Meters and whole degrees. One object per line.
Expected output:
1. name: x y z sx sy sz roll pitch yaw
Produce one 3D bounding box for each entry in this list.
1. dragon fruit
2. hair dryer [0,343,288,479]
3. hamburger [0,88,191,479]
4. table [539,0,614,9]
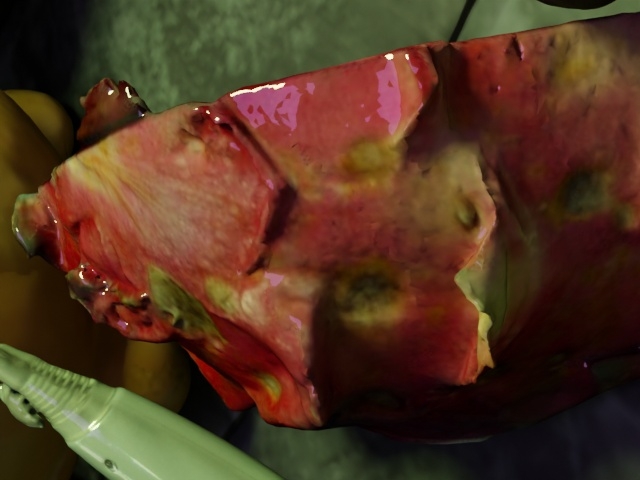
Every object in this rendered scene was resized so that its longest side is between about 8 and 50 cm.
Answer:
1. dragon fruit: -0.002 0.010 0.475 0.274 0.161 0.126 -12 82 41
2. hair dryer: -0.045 0.119 0.518 0.237 0.075 0.206 40 131 -8
3. hamburger: -0.203 0.032 0.610 0.276 0.237 0.276 19 113 56
4. table: 0.166 -0.131 0.331 0.226 0.167 0.167 10 99 33
